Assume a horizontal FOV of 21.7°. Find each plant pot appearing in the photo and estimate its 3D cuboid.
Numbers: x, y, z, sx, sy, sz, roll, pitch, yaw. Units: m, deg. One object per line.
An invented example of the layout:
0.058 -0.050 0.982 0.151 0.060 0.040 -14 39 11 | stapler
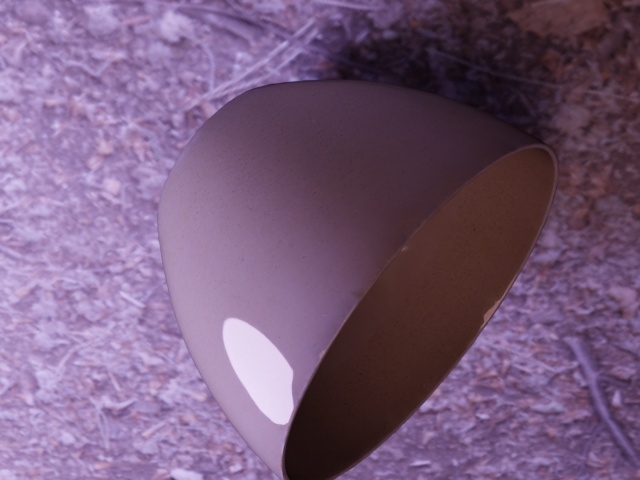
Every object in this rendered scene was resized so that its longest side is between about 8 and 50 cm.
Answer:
0.000 0.000 1.140 0.191 0.284 0.284 38 131 19 | plant pot
